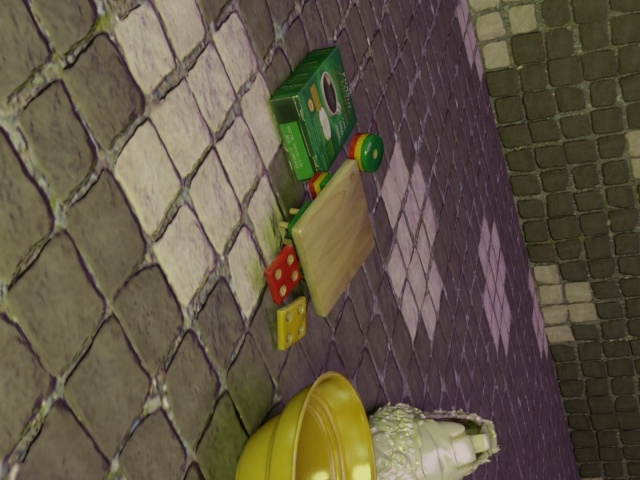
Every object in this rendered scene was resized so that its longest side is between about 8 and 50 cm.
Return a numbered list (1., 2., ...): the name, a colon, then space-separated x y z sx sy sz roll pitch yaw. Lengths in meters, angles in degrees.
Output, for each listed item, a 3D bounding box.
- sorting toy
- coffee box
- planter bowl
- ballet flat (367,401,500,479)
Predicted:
1. sorting toy: 0.000 0.000 1.009 0.274 0.046 0.132 -54 142 -37
2. coffee box: -0.004 -0.158 1.090 0.184 0.041 0.113 -63 141 -55
3. planter bowl: -0.022 0.236 0.846 0.217 0.090 0.217 -7 90 -69
4. ballet flat: 0.166 0.290 1.251 0.409 0.147 0.146 13 71 -67
